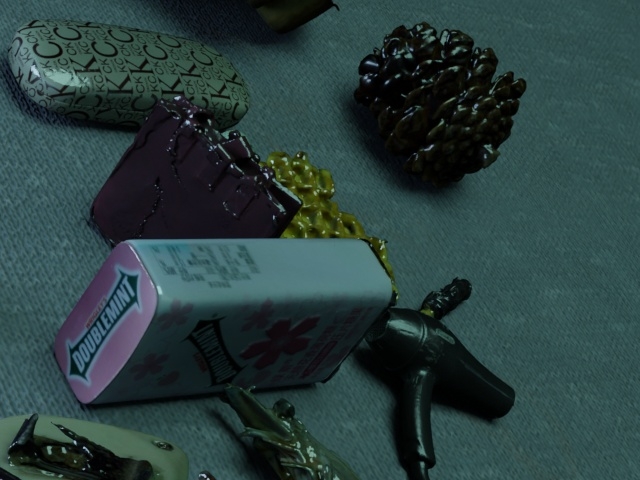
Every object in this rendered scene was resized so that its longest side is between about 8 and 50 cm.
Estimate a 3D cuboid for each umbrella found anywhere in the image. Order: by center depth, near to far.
[{"bbox_3d":[0.166,0.083,2.247,0.040,0.037,0.144,56,31,2],"label":"umbrella"}]

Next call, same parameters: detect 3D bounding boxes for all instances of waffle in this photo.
[{"bbox_3d":[-0.001,0.001,2.156,0.253,0.056,0.249,36,38,-10],"label":"waffle"}]

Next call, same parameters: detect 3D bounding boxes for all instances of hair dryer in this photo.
[{"bbox_3d":[0.144,0.228,2.047,0.235,0.091,0.272,34,44,-26],"label":"hair dryer"}]

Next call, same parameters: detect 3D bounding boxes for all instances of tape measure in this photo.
[{"bbox_3d":[-0.235,0.252,1.494,0.231,0.133,0.271,11,21,-8],"label":"tape measure"}]

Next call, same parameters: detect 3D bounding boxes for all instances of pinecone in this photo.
[{"bbox_3d":[0.178,-0.211,2.455,0.224,0.224,0.272,0,45,-44],"label":"pinecone"}]

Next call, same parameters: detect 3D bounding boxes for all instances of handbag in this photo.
[{"bbox_3d":[-0.147,-0.040,1.935,0.203,0.216,0.074,42,31,9],"label":"handbag"}]

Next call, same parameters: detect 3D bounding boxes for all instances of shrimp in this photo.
[{"bbox_3d":[-0.032,0.303,1.767,0.247,0.085,0.360,-8,58,-40],"label":"shrimp"}]

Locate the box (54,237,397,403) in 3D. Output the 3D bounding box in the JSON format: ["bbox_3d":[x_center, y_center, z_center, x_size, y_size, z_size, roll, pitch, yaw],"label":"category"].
[{"bbox_3d":[-0.096,0.088,1.854,0.369,0.190,0.112,0,50,-43],"label":"box"}]

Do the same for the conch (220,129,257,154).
[{"bbox_3d":[-0.118,-0.101,2.181,0.076,0.056,0.085,46,54,-40],"label":"conch"}]

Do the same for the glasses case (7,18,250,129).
[{"bbox_3d":[-0.245,-0.216,2.167,0.354,0.085,0.137,4,45,-42],"label":"glasses case"}]

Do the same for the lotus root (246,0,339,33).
[{"bbox_3d":[-0.104,-0.495,2.454,0.390,0.111,0.375,44,26,-61],"label":"lotus root"}]
